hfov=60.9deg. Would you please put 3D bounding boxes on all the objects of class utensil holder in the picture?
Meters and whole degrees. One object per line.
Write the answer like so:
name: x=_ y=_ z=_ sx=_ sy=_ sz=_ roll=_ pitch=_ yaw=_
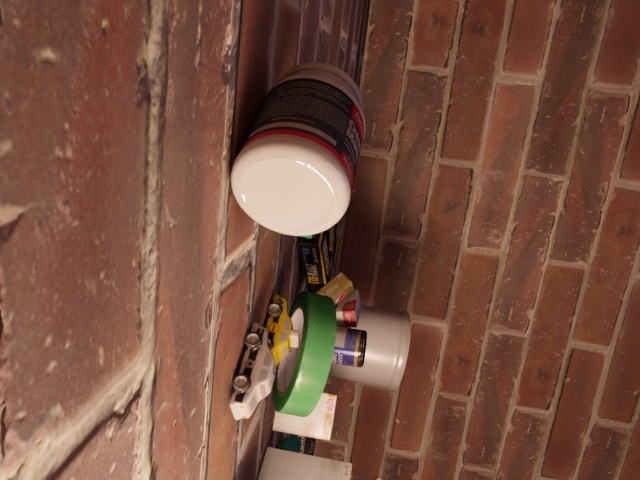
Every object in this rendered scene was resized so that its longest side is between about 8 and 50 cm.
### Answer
utensil holder: x=0.140 y=0.411 z=2.213 sx=0.327 sy=0.385 sz=0.328 roll=-168 pitch=-90 yaw=-90

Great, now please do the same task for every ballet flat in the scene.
ballet flat: x=-0.129 y=0.756 z=1.867 sx=0.077 sy=0.091 sz=0.241 roll=-52 pitch=177 yaw=15

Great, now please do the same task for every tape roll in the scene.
tape roll: x=-0.047 y=0.298 z=1.446 sx=0.321 sy=0.077 sz=0.321 roll=-165 pitch=-90 yaw=-78

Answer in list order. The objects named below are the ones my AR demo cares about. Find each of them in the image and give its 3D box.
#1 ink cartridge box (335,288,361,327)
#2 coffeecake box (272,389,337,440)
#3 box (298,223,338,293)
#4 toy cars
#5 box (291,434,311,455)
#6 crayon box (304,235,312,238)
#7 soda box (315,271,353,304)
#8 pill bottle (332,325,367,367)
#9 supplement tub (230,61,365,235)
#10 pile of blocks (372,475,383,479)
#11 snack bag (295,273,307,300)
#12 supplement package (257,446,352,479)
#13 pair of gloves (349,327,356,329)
ink cartridge box: x=0.044 y=0.237 z=1.883 sx=0.127 sy=0.175 sz=0.072 roll=-73 pitch=154 yaw=-56
coffeecake box: x=-0.047 y=0.543 z=1.734 sx=0.068 sy=0.185 sz=0.142 roll=52 pitch=47 yaw=-81
box: x=0.000 y=0.000 z=1.825 sx=0.322 sy=0.079 sz=0.257 roll=82 pitch=17 yaw=-54
toy cars: x=-0.109 y=0.254 z=1.227 sx=0.394 sy=0.087 sz=0.177 roll=-55 pitch=153 yaw=-76
box: x=-0.079 y=0.928 z=2.399 sx=0.395 sy=0.097 sz=0.318 roll=83 pitch=13 yaw=-67
crayon box: x=-0.053 y=-0.124 z=1.247 sx=0.278 sy=0.081 sz=0.165 roll=78 pitch=21 yaw=-73
soda box: x=0.023 y=0.189 z=1.802 sx=0.181 sy=0.058 sz=0.061 roll=-39 pitch=151 yaw=-15
pill bottle: x=0.039 y=0.341 z=1.791 sx=0.123 sy=0.219 sz=0.123 roll=6 pitch=90 yaw=-81
supplement tub: x=-0.027 y=-0.160 z=0.922 sx=0.191 sy=0.191 sz=0.272 roll=92 pitch=9 yaw=-47
pile of blocks: x=0.104 y=0.852 z=1.598 sx=0.112 sy=0.149 sz=0.362 roll=14 pitch=-95 yaw=53
snack bag: x=-0.071 y=0.308 z=1.892 sx=0.323 sy=0.037 sz=0.343 roll=-73 pitch=170 yaw=-51
supplement package: x=-0.057 y=0.769 z=1.595 sx=0.199 sy=0.262 sz=0.198 roll=-73 pitch=170 yaw=-54
pair of gloves: x=0.057 y=0.272 z=2.026 sx=0.042 sy=0.204 sz=0.240 roll=-29 pitch=-135 yaw=47
